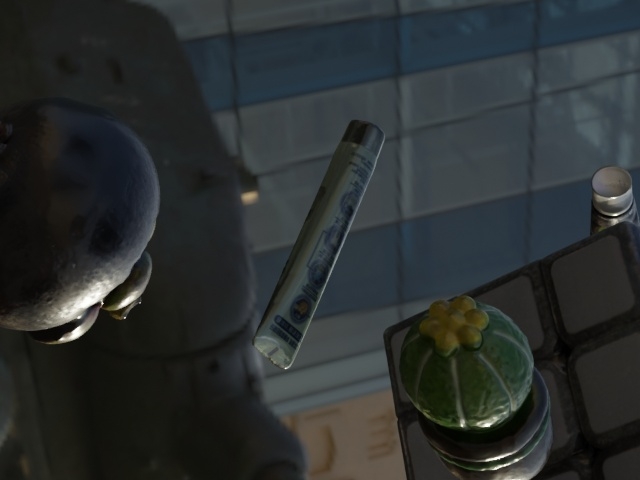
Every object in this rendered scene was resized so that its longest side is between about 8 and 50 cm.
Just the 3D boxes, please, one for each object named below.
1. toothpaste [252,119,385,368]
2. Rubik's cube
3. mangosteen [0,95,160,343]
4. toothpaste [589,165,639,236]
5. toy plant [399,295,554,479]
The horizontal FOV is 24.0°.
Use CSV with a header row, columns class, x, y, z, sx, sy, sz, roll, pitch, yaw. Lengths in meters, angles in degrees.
class,x,y,z,sx,sy,sz,roll,pitch,yaw
toothpaste,0.000,0.000,1.356,0.039,0.239,0.062,9,-23,36
Rubik's cube,0.277,0.199,1.464,0.305,0.301,0.303,-29,-122,32
mangosteen,-0.296,-0.010,1.714,0.302,0.275,0.275,56,1,-41
toothpaste,0.338,-0.013,1.725,0.193,0.071,0.045,73,15,-55
toy plant,0.106,0.100,1.030,0.092,0.093,0.162,61,-4,45
